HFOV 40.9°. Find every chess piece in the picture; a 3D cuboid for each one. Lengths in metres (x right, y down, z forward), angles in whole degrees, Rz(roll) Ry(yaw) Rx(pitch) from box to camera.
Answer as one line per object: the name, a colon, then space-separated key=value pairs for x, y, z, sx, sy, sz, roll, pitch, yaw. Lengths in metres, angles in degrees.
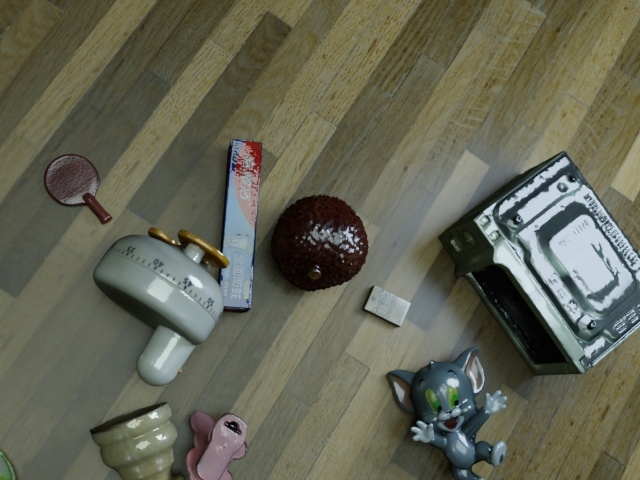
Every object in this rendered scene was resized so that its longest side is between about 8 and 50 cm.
chess piece: x=-0.291 y=0.423 z=1.490 sx=0.142 sy=0.142 sz=0.261 roll=-19 pitch=91 yaw=-15

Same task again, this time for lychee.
lychee: x=0.000 y=0.002 z=1.597 sx=0.194 sy=0.194 sz=0.195 roll=2 pitch=80 yaw=-12

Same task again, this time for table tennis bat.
table tennis bat: x=-0.446 y=-0.093 z=1.597 sx=0.098 sy=0.019 sz=0.155 roll=-41 pitch=88 yaw=-17

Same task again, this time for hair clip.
hair clip: x=-0.190 y=0.377 z=1.519 sx=0.123 sy=0.102 sz=0.138 roll=30 pitch=64 yaw=-10

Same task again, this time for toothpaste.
toothpaste: x=-0.154 y=-0.026 z=1.621 sx=0.066 sy=0.076 sz=0.321 roll=4 pitch=79 yaw=-10

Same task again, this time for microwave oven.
microwave oven: x=0.457 y=0.047 z=1.675 sx=0.286 sy=0.218 sz=0.355 roll=-34 pitch=89 yaw=-15

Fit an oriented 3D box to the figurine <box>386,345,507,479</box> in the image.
figurine: x=0.267 y=0.341 z=1.624 sx=0.193 sy=0.140 sz=0.265 roll=-26 pitch=100 yaw=7

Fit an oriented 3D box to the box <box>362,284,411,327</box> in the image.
box: x=0.130 y=0.129 z=1.685 sx=0.083 sy=0.024 sz=0.053 roll=26 pitch=75 yaw=-9

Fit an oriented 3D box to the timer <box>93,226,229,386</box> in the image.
timer: x=-0.289 y=0.108 z=1.487 sx=0.233 sy=0.233 sz=0.240 roll=33 pitch=72 yaw=-5

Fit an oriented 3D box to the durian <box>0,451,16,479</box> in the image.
durian: x=-0.661 y=0.320 z=1.431 sx=0.375 sy=0.106 sz=0.132 roll=38 pitch=69 yaw=-8
